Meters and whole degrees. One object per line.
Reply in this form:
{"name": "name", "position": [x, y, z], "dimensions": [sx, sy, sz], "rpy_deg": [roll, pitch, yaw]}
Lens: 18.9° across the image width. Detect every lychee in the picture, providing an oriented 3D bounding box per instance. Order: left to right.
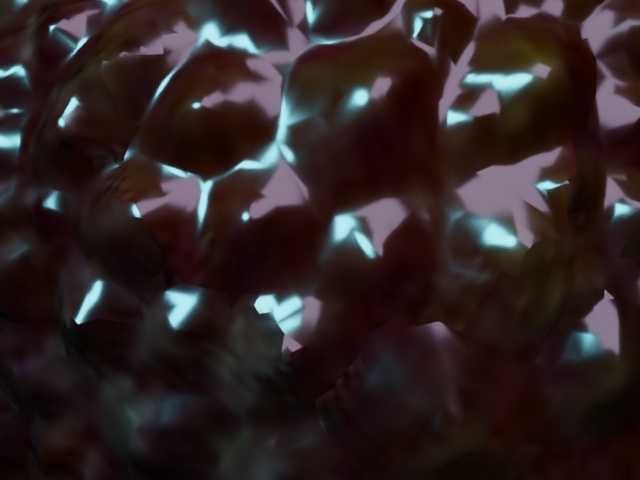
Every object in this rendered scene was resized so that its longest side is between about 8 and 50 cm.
{"name": "lychee", "position": [0.000, 0.000, 0.460], "dimensions": [0.300, 0.264, 0.264], "rpy_deg": [-45, 67, -7]}
